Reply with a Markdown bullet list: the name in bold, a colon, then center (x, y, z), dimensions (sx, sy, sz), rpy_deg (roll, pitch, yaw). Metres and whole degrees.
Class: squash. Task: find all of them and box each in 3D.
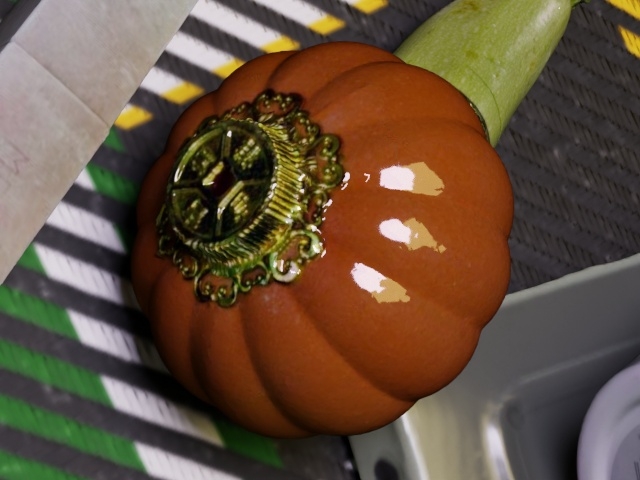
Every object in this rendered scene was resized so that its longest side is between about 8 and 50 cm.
- **squash**: center (0.119, -0.125, 1.261), dimensions (0.094, 0.094, 0.224), rpy_deg (55, 48, -11)

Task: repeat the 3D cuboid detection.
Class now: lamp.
- **lamp**: center (0.000, 0.000, 1.053), dimensions (0.196, 0.223, 0.223), rpy_deg (31, 59, -53)

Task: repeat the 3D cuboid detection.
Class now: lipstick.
- **lipstick**: center (-0.186, -0.027, 1.011), dimensions (0.076, 0.080, 0.371), rpy_deg (43, 56, -18)

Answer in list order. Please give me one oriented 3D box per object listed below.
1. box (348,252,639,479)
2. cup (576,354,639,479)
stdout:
- **box**: center (0.212, 0.197, 1.233), dimensions (0.373, 0.090, 0.367), rpy_deg (-15, 88, -37)
- **cup**: center (0.347, 0.098, 1.152), dimensions (0.371, 0.253, 0.253), rpy_deg (-24, 92, -34)
